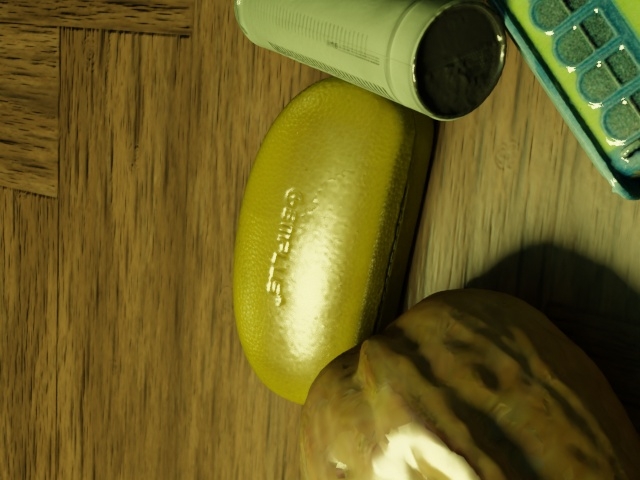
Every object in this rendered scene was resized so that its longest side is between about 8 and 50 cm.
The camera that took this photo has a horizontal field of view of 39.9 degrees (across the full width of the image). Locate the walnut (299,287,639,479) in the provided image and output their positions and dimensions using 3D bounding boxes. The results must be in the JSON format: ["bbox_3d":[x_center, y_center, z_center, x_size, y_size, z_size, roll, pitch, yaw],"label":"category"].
[{"bbox_3d":[0.149,0.225,0.836,0.306,0.306,0.344,-49,65,29],"label":"walnut"}]

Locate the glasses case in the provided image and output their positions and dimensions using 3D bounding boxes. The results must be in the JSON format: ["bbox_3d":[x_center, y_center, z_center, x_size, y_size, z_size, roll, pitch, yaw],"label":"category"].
[{"bbox_3d":[0.000,0.000,0.981,0.173,0.141,0.371,20,108,30],"label":"glasses case"}]

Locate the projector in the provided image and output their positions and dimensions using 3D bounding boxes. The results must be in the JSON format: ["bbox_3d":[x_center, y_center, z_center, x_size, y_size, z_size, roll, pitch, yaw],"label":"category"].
[{"bbox_3d":[0.032,-0.210,0.869,0.337,0.108,0.108,36,118,51],"label":"projector"}]

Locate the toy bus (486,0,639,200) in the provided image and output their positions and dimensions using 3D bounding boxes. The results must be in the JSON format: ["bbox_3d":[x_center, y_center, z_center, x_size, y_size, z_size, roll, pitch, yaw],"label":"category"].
[{"bbox_3d":[0.264,-0.210,0.765,0.190,0.152,0.312,-37,77,31],"label":"toy bus"}]
